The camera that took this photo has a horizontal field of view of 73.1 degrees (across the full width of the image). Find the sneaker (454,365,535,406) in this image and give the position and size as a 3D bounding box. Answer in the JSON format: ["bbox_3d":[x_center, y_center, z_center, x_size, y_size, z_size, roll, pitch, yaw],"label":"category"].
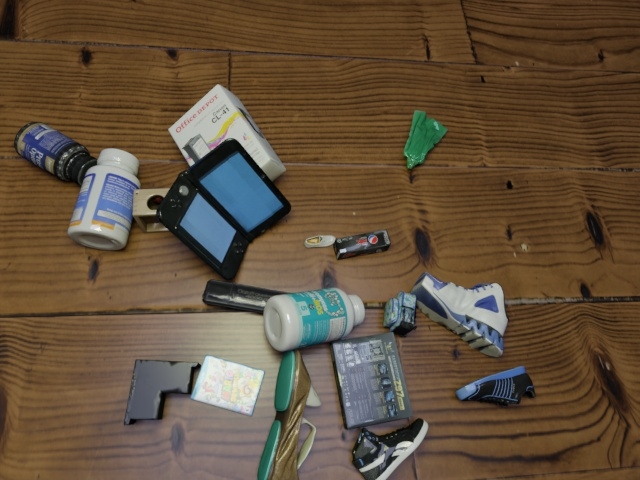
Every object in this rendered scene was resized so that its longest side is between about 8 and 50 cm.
[{"bbox_3d":[0.494,0.425,1.207,0.233,0.081,0.090,-12,63,-13],"label":"sneaker"}]

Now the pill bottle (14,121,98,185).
[{"bbox_3d":[-0.778,-0.253,1.291,0.219,0.122,0.122,29,67,5],"label":"pill bottle"}]

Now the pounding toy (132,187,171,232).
[{"bbox_3d":[-0.424,-0.104,1.245,0.206,0.181,0.094,-3,68,-9],"label":"pounding toy"}]

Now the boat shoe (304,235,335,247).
[{"bbox_3d":[0.000,0.000,1.339,0.100,0.035,0.035,-6,69,-10],"label":"boat shoe"}]

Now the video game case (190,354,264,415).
[{"bbox_3d":[-0.247,0.388,1.159,0.167,0.015,0.119,16,67,-1],"label":"video game case"}]

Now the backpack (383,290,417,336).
[{"bbox_3d":[0.231,0.206,1.249,0.084,0.105,0.114,17,62,-2],"label":"backpack"}]

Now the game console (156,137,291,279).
[{"bbox_3d":[-0.248,-0.079,1.179,0.174,0.293,0.250,-17,40,31],"label":"game console"}]

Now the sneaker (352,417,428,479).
[{"bbox_3d":[0.173,0.518,1.126,0.217,0.079,0.121,-40,79,-19],"label":"sneaker"}]

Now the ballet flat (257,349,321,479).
[{"bbox_3d":[-0.065,0.457,1.114,0.124,0.116,0.341,20,65,-21],"label":"ballet flat"}]

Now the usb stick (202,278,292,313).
[{"bbox_3d":[-0.197,0.168,1.240,0.279,0.045,0.077,10,60,-3],"label":"usb stick"}]

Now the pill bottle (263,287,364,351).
[{"bbox_3d":[-0.010,0.207,1.173,0.264,0.146,0.146,-4,67,-34],"label":"pill bottle"}]

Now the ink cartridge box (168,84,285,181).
[{"bbox_3d":[-0.287,-0.278,1.320,0.226,0.131,0.306,-37,76,11],"label":"ink cartridge box"}]

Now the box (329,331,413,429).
[{"bbox_3d":[0.136,0.382,1.189,0.184,0.059,0.232,-7,68,-10],"label":"box"}]

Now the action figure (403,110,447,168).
[{"bbox_3d":[0.347,-0.338,1.509,0.137,0.063,0.232,28,63,2],"label":"action figure"}]

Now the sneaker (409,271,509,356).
[{"bbox_3d":[0.433,0.181,1.287,0.316,0.127,0.182,38,64,1],"label":"sneaker"}]

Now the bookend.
[{"bbox_3d":[-0.400,0.390,1.106,0.158,0.072,0.156,4,68,-7],"label":"bookend"}]

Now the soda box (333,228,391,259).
[{"bbox_3d":[0.128,0.013,1.338,0.169,0.060,0.053,-10,68,-11],"label":"soda box"}]

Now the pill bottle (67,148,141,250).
[{"bbox_3d":[-0.609,-0.121,1.244,0.153,0.152,0.271,7,67,-5],"label":"pill bottle"}]
